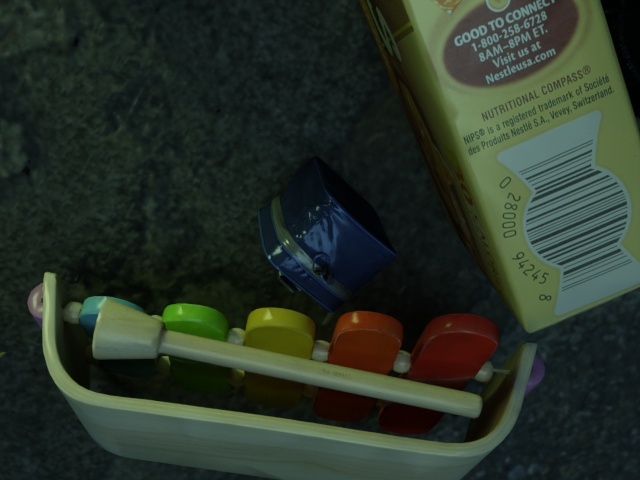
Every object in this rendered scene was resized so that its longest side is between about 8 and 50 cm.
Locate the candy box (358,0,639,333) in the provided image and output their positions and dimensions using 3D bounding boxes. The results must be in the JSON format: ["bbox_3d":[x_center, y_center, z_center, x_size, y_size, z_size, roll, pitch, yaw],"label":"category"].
[{"bbox_3d":[0.070,-0.131,0.417,0.088,0.183,0.316,-23,109,3],"label":"candy box"}]

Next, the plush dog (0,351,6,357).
[{"bbox_3d":[-0.319,0.011,0.420,0.262,0.210,0.225,0,124,34],"label":"plush dog"}]

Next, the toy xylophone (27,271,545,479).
[{"bbox_3d":[-0.019,0.085,0.478,0.323,0.081,0.236,12,151,-8],"label":"toy xylophone"}]

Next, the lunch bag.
[{"bbox_3d":[0.000,0.000,0.503,0.067,0.098,0.065,41,104,-21],"label":"lunch bag"}]

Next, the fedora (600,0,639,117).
[{"bbox_3d":[0.279,-0.167,0.404,0.334,0.334,0.152,14,74,-9],"label":"fedora"}]
